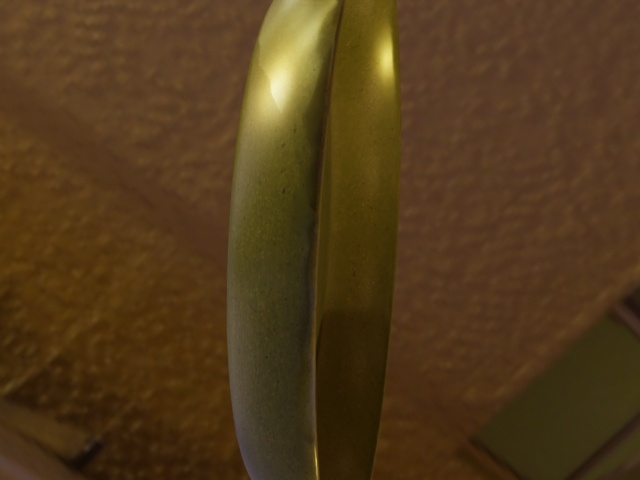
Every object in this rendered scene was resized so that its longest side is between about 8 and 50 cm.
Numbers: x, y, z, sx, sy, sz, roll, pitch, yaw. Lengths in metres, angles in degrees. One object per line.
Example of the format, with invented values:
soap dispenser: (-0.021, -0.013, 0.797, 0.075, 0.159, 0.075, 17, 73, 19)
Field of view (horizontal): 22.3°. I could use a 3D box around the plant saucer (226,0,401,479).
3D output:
plant saucer: (0.000, 0.000, 0.617, 0.037, 0.241, 0.241, 4, -172, 8)
